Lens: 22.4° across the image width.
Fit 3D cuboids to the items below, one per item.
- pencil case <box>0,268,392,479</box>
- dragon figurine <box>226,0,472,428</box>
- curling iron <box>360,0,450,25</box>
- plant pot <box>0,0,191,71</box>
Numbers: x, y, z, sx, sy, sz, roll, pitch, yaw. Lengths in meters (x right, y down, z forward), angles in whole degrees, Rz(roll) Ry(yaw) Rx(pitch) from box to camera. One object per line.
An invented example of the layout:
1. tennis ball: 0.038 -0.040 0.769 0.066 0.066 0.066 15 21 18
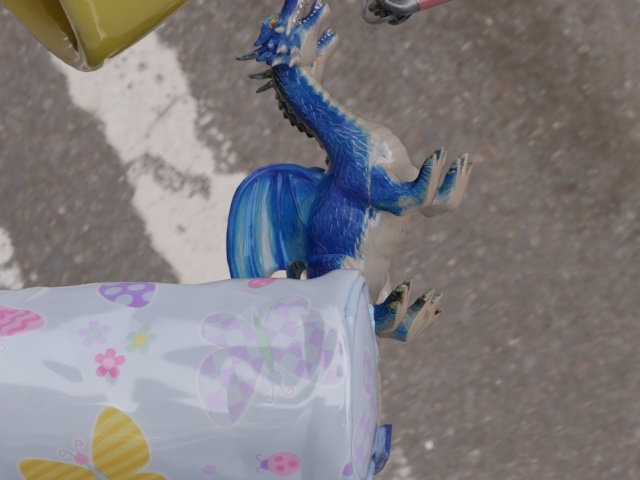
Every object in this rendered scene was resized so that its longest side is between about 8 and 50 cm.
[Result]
1. pencil case: -0.103 0.072 0.816 0.273 0.113 0.124 -3 43 5
2. dragon figurine: 0.000 0.000 0.963 0.144 0.085 0.289 13 96 23
3. curling iron: 0.149 -0.208 1.075 0.274 0.035 0.068 -22 48 -7
4. plant pot: -0.055 -0.219 0.483 0.239 0.254 0.254 -39 89 -9
